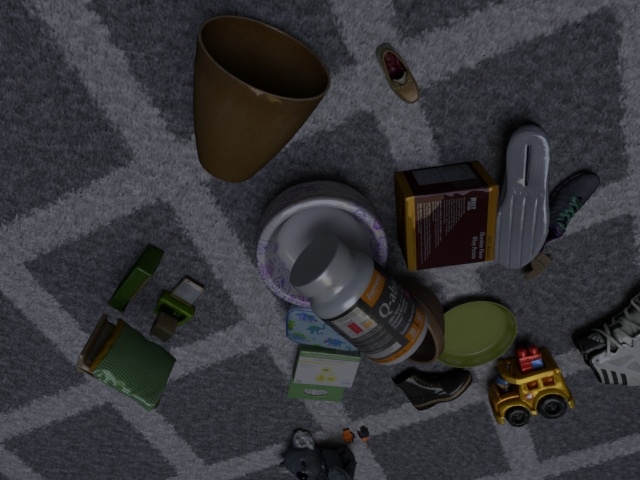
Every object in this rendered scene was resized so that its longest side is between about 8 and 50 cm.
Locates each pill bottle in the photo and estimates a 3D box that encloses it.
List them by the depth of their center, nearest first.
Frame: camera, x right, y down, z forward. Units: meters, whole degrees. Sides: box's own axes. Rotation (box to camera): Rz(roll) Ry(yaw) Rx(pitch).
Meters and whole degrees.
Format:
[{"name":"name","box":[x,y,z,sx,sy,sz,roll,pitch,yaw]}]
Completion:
[{"name":"pill bottle","box":[0.079,0.121,1.024,0.162,0.162,0.278,-38,117,18]}]

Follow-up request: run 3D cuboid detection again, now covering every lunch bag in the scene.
[{"name":"lunch bag","box":[0.026,0.194,1.250,0.219,0.090,0.176,8,142,2]}]

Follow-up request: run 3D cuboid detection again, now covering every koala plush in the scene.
[{"name":"koala plush","box":[-0.016,0.709,1.572,0.221,0.203,0.196,24,110,6]}]

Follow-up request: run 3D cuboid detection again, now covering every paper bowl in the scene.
[{"name":"paper bowl","box":[0.000,0.000,1.123,0.285,0.148,0.284,-1,122,-2]}]

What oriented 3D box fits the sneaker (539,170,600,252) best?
[{"name":"sneaker","box":[0.560,-0.055,1.154,0.083,0.098,0.223,32,115,-22]}]

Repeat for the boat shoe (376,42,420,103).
[{"name":"boat shoe","box":[0.155,-0.322,0.991,0.050,0.045,0.135,-35,118,17]}]

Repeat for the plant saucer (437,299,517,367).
[{"name":"plant saucer","box":[0.410,0.249,1.371,0.241,0.037,0.240,-1,122,-2]}]

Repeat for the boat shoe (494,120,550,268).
[{"name":"boat shoe","box":[0.454,-0.097,1.106,0.121,0.119,0.334,14,123,23]}]

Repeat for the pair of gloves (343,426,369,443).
[{"name":"pair of gloves","box":[0.114,0.621,1.599,0.084,0.010,0.074,-10,122,1]}]

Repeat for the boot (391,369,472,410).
[{"name":"boot","box":[0.320,0.404,1.444,0.198,0.076,0.137,-36,112,16]}]

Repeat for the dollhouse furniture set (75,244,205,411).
[{"name":"dollhouse furniture set","box":[-0.378,0.187,1.123,0.198,0.301,0.151,36,116,-20]}]

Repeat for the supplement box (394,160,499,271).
[{"name":"supplement box","box":[0.275,-0.054,1.118,0.194,0.129,0.191,-8,122,2]}]

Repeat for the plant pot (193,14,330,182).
[{"name":"plant pot","box":[-0.139,-0.236,0.939,0.237,0.237,0.254,18,133,-15]}]

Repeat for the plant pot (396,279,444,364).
[{"name":"plant pot","box":[0.223,0.181,1.245,0.110,0.237,0.237,-38,127,-29]}]

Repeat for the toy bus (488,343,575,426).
[{"name":"toy bus","box":[0.571,0.392,1.418,0.221,0.149,0.211,-20,108,12]}]

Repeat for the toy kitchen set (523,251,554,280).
[{"name":"toy kitchen set","box":[0.534,0.043,1.259,0.068,0.075,0.083,-37,164,-23]}]

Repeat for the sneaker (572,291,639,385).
[{"name":"sneaker","box":[0.827,0.235,1.311,0.258,0.169,0.447,-7,125,-1]}]

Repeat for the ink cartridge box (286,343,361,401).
[{"name":"ink cartridge box","box":[0.004,0.391,1.424,0.171,0.056,0.234,8,119,-9]}]
